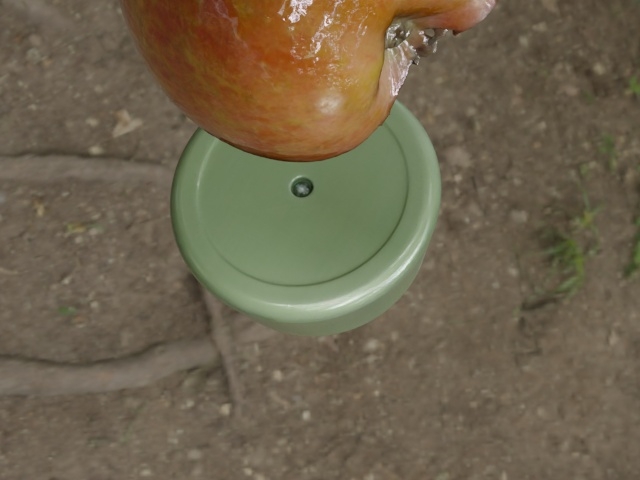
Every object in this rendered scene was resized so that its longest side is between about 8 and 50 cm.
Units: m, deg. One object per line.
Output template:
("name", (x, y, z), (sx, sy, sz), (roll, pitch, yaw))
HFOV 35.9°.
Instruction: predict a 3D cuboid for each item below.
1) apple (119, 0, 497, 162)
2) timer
("apple", (-0.029, -0.202, 0.667), (0.251, 0.293, 0.163), (43, 18, 29))
("timer", (0.000, 0.000, 1.173), (0.315, 0.290, 0.291), (71, 22, -67))
